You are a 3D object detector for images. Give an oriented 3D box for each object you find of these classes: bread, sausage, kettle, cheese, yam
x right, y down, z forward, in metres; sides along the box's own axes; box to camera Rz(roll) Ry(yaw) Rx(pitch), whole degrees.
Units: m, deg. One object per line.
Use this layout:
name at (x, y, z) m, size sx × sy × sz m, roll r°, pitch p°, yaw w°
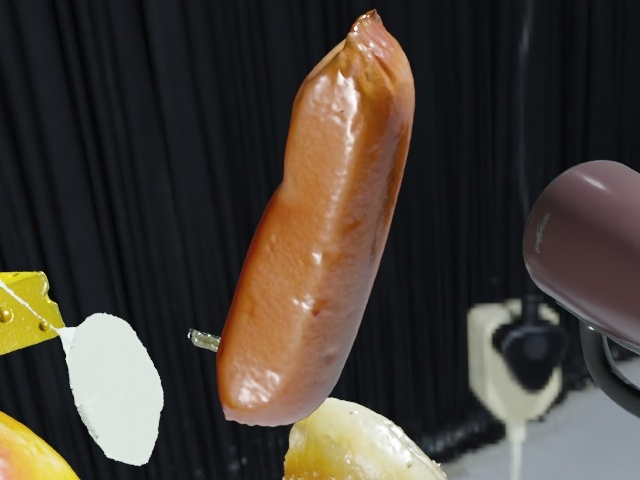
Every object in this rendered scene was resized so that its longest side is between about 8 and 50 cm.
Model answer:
bread at (0.091, 0.358, 1.880) m, size 0.171 × 0.314 × 0.192 m, roll -42°, pitch 21°, yaw -22°
sausage at (0.000, 0.000, 1.050) m, size 0.094 × 0.348 × 0.097 m, roll 26°, pitch 33°, yaw 11°
kettle at (0.289, 0.051, 1.292) m, size 0.144 × 0.202 × 0.232 m, roll 12°, pitch 15°, yaw -26°
cheese at (-0.408, 0.094, 1.835) m, size 0.171 × 0.093 × 0.126 m, roll -10°, pitch 17°, yaw 21°
yam at (-0.140, 0.165, 2.199) m, size 0.129 × 0.033 × 0.027 m, roll 16°, pitch 22°, yaw -9°

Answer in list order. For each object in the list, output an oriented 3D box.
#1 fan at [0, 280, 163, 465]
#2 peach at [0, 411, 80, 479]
fan at (-0.268, 0.127, 1.618) m, size 0.010 × 0.310 × 0.182 m, roll -19°, pitch 43°, yaw 24°
peach at (-0.325, 0.259, 1.131) m, size 0.307 × 0.332 × 0.308 m, roll 15°, pitch 48°, yaw -17°
